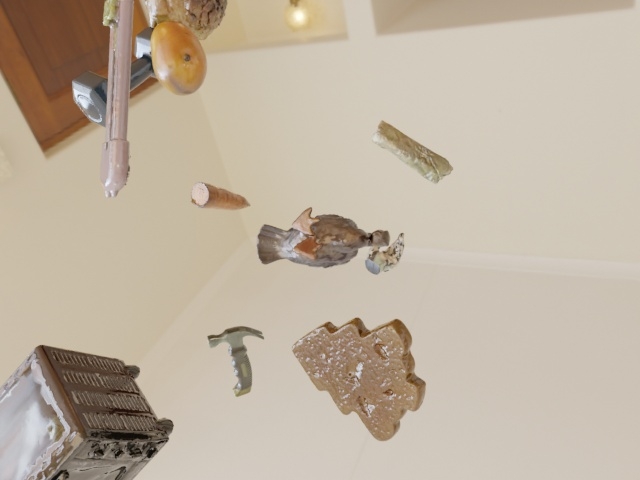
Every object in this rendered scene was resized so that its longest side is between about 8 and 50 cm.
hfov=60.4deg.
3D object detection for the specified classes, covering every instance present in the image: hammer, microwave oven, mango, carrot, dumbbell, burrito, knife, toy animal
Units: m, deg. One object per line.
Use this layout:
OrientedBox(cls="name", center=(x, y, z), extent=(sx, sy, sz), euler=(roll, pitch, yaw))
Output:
OrientedBox(cls="hammer", center=(-0.237, 0.354, 1.615), extent=(0.158, 0.226, 0.041), euler=(-11, -155, -13))
OrientedBox(cls="microwave oven", center=(-0.366, 0.302, 0.770), extent=(0.247, 0.178, 0.188), euler=(-49, -119, 3))
OrientedBox(cls="mango", center=(-0.324, -0.409, 1.219), extent=(0.112, 0.145, 0.219), euler=(-14, -136, -27))
OrientedBox(cls="carrot", center=(-0.268, -0.116, 1.560), extent=(0.072, 0.072, 0.205), euler=(16, -175, 38))
OrientedBox(cls="dumbbell", center=(-0.530, -0.458, 1.540), extent=(0.160, 0.144, 0.325), euler=(23, -124, 24))
OrientedBox(cls="burrito", center=(0.176, -0.171, 1.067), extent=(0.171, 0.042, 0.051), euler=(36, -92, 5))
OrientedBox(cls="knife", center=(-0.309, -0.264, 0.833), extent=(0.038, 0.399, 0.132), euler=(1, -178, -32))
OrientedBox(cls="toy animal", center=(0.000, 0.000, 1.197), extent=(0.298, 0.122, 0.185), euler=(-11, 173, 33))

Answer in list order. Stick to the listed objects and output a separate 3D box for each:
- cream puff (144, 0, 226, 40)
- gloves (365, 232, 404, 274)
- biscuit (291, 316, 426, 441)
OrientedBox(cls="cream puff", center=(-0.397, -0.740, 1.655), extent=(0.231, 0.343, 0.327), euler=(-6, -129, -5))
OrientedBox(cls="gloves", center=(0.270, 0.052, 2.202), extent=(0.212, 0.111, 0.127), euler=(-29, -159, -37))
OrientedBox(cls="biscuit", center=(0.074, 0.258, 1.134), extent=(0.301, 0.278, 0.043), euler=(20, -154, 26))
